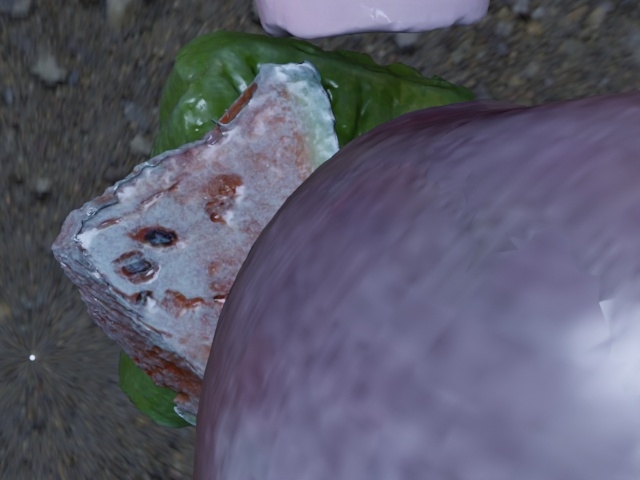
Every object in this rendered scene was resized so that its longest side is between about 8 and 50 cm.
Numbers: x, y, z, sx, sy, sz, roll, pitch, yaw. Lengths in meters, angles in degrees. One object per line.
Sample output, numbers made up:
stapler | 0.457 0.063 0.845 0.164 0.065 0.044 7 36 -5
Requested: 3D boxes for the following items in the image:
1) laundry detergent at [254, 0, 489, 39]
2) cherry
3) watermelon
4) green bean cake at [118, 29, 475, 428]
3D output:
laundry detergent | 0.021 -0.276 0.934 0.159 0.088 0.335 -11 103 -35
cherry | 0.080 0.084 0.479 0.221 0.261 0.308 -2 94 -30
watermelon | -0.065 -0.002 0.883 0.139 0.071 0.187 9 90 -25
green bean cake | 0.000 0.000 1.058 0.222 0.125 0.248 12 54 -22
